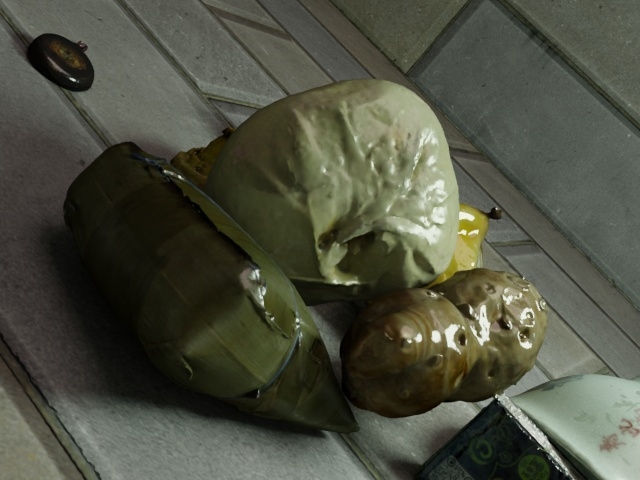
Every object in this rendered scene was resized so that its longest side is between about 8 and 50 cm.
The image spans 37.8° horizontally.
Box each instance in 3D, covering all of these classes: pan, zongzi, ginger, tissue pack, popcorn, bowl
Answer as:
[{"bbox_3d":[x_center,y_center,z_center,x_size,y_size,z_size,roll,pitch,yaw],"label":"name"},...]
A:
[{"bbox_3d":[-0.412,-0.308,1.556,0.115,0.040,0.212,42,20,-15],"label":"pan"},{"bbox_3d":[-0.129,0.070,1.159,0.356,0.174,0.393,46,0,37],"label":"zongzi"},{"bbox_3d":[0.148,0.144,1.223,0.375,0.256,0.176,0,60,-55],"label":"ginger"},{"bbox_3d":[0.264,0.344,1.252,0.235,0.173,0.073,46,21,13],"label":"tissue pack"},{"bbox_3d":[0.177,0.080,1.553,0.297,0.280,0.316,-1,86,-69],"label":"popcorn"},{"bbox_3d":[0.479,0.330,1.394,0.435,0.196,0.435,47,-7,7],"label":"bowl"}]

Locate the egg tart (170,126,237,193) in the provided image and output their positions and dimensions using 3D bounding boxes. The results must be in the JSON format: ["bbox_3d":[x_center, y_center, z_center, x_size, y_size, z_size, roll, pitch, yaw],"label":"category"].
[{"bbox_3d":[-0.092,-0.097,1.474,0.294,0.123,0.294,21,10,-4],"label":"egg tart"}]

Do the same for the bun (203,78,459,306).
[{"bbox_3d":[0.031,-0.044,1.251,0.361,0.361,0.213,29,14,-30],"label":"bun"}]
